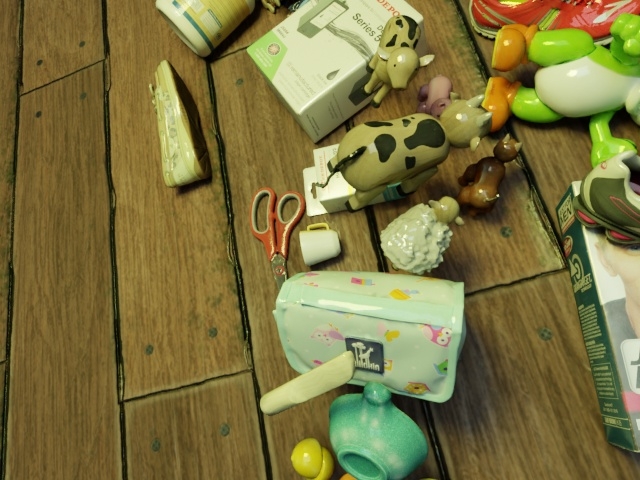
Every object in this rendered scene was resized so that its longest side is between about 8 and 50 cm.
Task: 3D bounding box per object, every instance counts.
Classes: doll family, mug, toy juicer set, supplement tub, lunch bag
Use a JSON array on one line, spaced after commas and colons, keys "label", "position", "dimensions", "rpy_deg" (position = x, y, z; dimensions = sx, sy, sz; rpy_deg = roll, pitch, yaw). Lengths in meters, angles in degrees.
[{"label": "doll family", "position": [-0.040, -0.529, 0.948], "dimensions": [0.193, 0.076, 0.111], "rpy_deg": [40, 83, 18]}, {"label": "mug", "position": [0.000, 0.001, 0.773], "dimensions": [0.064, 0.062, 0.078], "rpy_deg": [-11, 77, 5]}, {"label": "toy juicer set", "position": [0.039, 0.258, 0.590], "dimensions": [0.209, 0.329, 0.089], "rpy_deg": [-15, 23, 38]}, {"label": "supplement tub", "position": [-0.233, -0.515, 0.958], "dimensions": [0.199, 0.144, 0.144], "rpy_deg": [-44, 67, -1]}, {"label": "lunch bag", "position": [0.079, 0.117, 0.601], "dimensions": [0.223, 0.262, 0.160], "rpy_deg": [7, 75, 17]}]

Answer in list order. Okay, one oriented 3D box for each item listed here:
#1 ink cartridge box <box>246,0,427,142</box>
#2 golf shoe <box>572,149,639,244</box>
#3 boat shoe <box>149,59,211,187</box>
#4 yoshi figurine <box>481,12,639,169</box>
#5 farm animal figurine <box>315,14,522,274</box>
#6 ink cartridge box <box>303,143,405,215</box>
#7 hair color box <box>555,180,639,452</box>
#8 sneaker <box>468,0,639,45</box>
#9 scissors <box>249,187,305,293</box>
[{"label": "ink cartridge box", "position": [0.033, -0.353, 0.843], "dimensions": [0.273, 0.115, 0.198], "rpy_deg": [-37, 66, 3]}, {"label": "golf shoe", "position": [0.440, -0.020, 0.502], "dimensions": [0.273, 0.120, 0.105], "rpy_deg": [22, 78, 20]}, {"label": "boat shoe", "position": [-0.305, -0.245, 0.915], "dimensions": [0.089, 0.104, 0.285], "rpy_deg": [-21, 69, 6]}, {"label": "yoshi figurine", "position": [0.429, -0.205, 0.651], "dimensions": [0.362, 0.203, 0.203], "rpy_deg": [14, 93, 18]}, {"label": "farm animal figurine", "position": [0.142, -0.163, 0.640], "dimensions": [0.327, 0.172, 0.330], "rpy_deg": [-37, 85, -25]}, {"label": "ink cartridge box", "position": [0.050, -0.115, 0.791], "dimensions": [0.181, 0.061, 0.104], "rpy_deg": [-11, 70, 13]}, {"label": "hair color box", "position": [0.446, 0.085, 0.588], "dimensions": [0.174, 0.105, 0.347], "rpy_deg": [-7, 70, 14]}, {"label": "sneaker", "position": [0.393, -0.398, 0.748], "dimensions": [0.279, 0.118, 0.107], "rpy_deg": [9, 76, 19]}, {"label": "scissors", "position": [-0.084, 0.040, 0.808], "dimensions": [0.109, 0.021, 0.297], "rpy_deg": [-2, 73, 13]}]
